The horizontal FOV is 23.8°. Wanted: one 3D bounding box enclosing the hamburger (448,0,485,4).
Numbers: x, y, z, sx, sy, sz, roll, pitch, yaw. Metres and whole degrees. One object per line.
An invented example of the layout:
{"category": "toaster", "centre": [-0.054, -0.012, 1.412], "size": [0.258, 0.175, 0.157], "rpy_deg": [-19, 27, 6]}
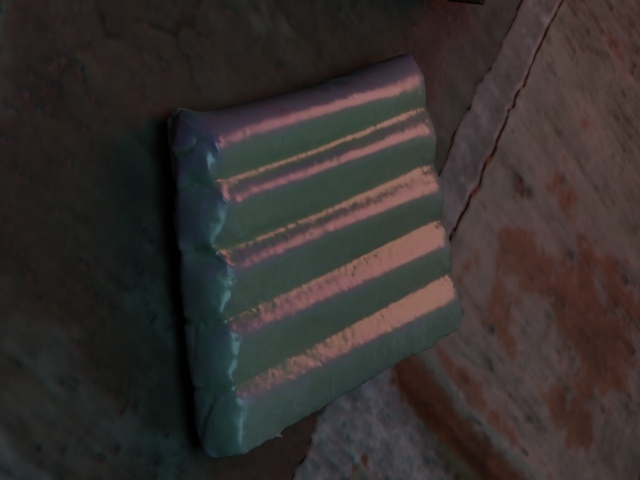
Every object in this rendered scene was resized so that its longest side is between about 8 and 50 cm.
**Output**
{"category": "hamburger", "centre": [0.116, -0.273, 0.852], "size": [0.144, 0.156, 0.283], "rpy_deg": [-34, 124, -62]}

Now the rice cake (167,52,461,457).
{"category": "rice cake", "centre": [0.000, 0.000, 0.817], "size": [0.198, 0.037, 0.189], "rpy_deg": [-13, 99, -47]}
